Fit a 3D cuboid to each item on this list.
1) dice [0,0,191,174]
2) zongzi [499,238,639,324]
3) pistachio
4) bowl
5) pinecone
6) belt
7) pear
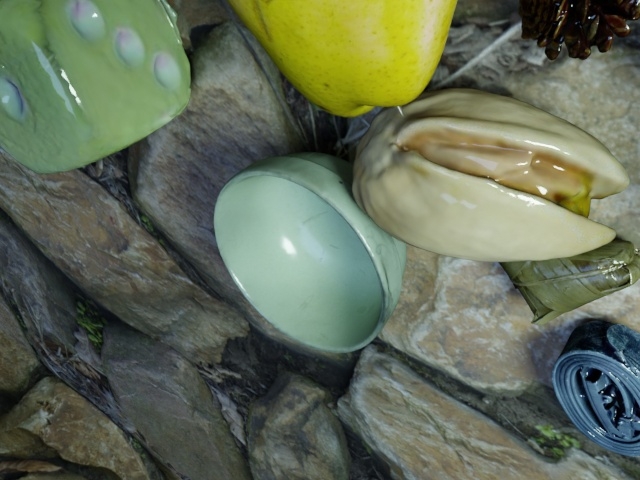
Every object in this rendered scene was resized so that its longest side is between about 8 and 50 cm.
[{"bbox_3d":[-0.367,-0.259,1.008,0.254,0.250,0.252,-2,121,39],"label":"dice"},{"bbox_3d":[0.292,0.004,0.836,0.160,0.078,0.176,-35,89,41],"label":"zongzi"},{"bbox_3d":[0.186,-0.070,0.783,0.318,0.214,0.194,18,89,17],"label":"pistachio"},{"bbox_3d":[0.000,0.000,0.989,0.307,0.163,0.307,21,134,24],"label":"bowl"},{"bbox_3d":[0.253,-0.239,0.631,0.120,0.140,0.140,-11,124,-4],"label":"pinecone"},{"bbox_3d":[0.394,0.193,0.893,0.141,0.082,0.190,-12,115,46],"label":"belt"},{"bbox_3d":[0.025,-0.299,0.675,0.284,0.285,0.336,17,152,28],"label":"pear"}]
